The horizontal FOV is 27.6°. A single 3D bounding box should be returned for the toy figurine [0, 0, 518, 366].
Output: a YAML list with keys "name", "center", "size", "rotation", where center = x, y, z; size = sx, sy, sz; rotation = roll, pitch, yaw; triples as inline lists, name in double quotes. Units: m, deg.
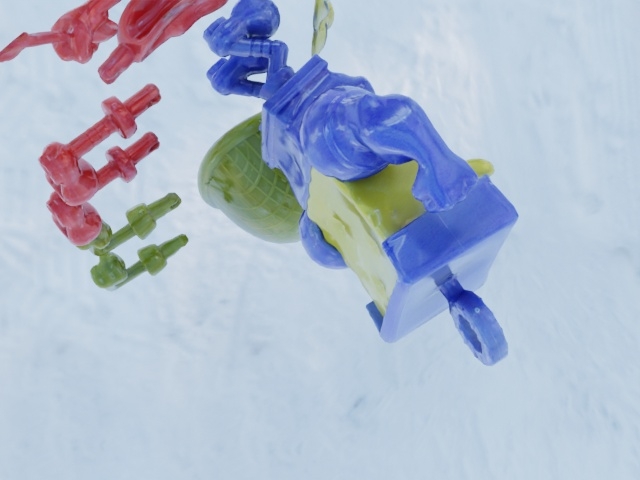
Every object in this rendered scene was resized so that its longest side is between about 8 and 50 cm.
- name: "toy figurine"
  center: [0.000, 0.000, 0.664]
  size: [0.191, 0.362, 0.217]
  rotation: [-39, 76, -16]
